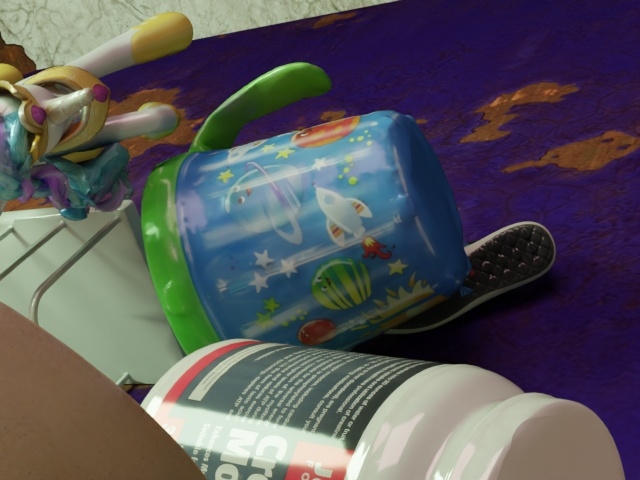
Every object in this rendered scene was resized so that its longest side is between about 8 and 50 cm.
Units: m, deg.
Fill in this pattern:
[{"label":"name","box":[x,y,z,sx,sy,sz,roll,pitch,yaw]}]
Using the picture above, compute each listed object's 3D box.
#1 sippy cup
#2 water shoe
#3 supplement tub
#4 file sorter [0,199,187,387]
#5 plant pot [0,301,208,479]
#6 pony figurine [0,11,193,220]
[{"label":"sippy cup","box":[0.000,0.000,1.107,0.224,0.305,0.240,-21,7,19]},{"label":"water shoe","box":[0.127,0.042,1.222,0.203,0.073,0.080,-17,-7,3]},{"label":"supplement tub","box":[0.025,0.164,0.780,0.272,0.191,0.191,2,28,41]},{"label":"file sorter","box":[-0.296,0.095,1.204,0.278,0.193,0.173,-4,27,29]},{"label":"plant pot","box":[-0.212,0.164,0.648,0.284,0.284,0.191,2,48,40]},{"label":"pony figurine","box":[-0.294,-0.094,1.080,0.351,0.302,0.363,-13,11,15]}]
